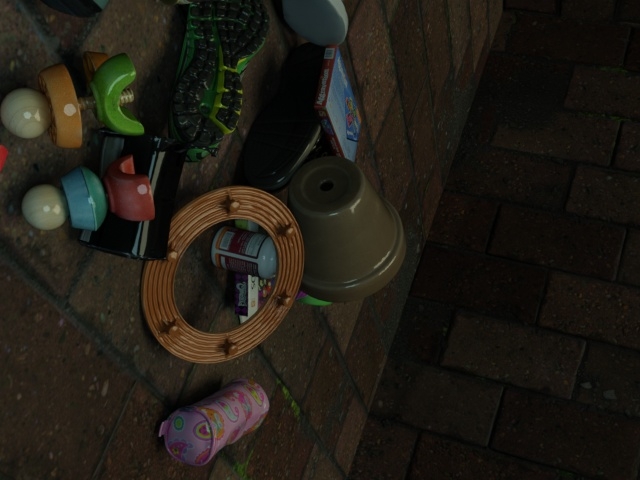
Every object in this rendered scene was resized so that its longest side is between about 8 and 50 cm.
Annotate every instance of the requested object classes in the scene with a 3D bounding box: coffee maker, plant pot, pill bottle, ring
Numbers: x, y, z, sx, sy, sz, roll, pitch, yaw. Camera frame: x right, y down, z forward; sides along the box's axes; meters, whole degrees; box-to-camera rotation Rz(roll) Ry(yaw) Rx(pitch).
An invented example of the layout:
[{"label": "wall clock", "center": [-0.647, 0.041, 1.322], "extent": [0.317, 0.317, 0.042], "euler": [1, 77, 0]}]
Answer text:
[{"label": "coffee maker", "center": [-0.254, -0.062, 1.259], "extent": [0.120, 0.171, 0.178], "euler": [9, 92, -51]}, {"label": "plant pot", "center": [0.033, -0.044, 1.747], "extent": [0.229, 0.263, 0.263], "euler": [74, 34, -54]}, {"label": "pill bottle", "center": [-0.129, 0.027, 1.710], "extent": [0.086, 0.152, 0.086], "euler": [13, 90, -71]}, {"label": "ring", "center": [-0.162, 0.067, 1.569], "extent": [0.337, 0.032, 0.336], "euler": [-16, 117, -34]}]

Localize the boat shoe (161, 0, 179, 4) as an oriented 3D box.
[{"label": "boat shoe", "center": [-0.223, -0.426, 1.294], "extent": [0.048, 0.056, 0.153], "euler": [-46, 138, -49]}]

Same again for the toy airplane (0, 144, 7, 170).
[{"label": "toy airplane", "center": [-0.411, -0.090, 1.006], "extent": [0.151, 0.028, 0.151], "euler": [11, 90, -71]}]

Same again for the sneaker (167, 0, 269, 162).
[{"label": "sneaker", "center": [-0.186, -0.284, 1.438], "extent": [0.146, 0.134, 0.343], "euler": [-38, -147, 58]}]

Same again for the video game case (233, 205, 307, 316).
[{"label": "video game case", "center": [-0.102, 0.037, 1.874], "extent": [0.232, 0.042, 0.210], "euler": [-13, 108, -58]}]

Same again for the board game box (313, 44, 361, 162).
[{"label": "board game box", "center": [0.039, -0.262, 1.812], "extent": [0.281, 0.027, 0.145], "euler": [63, 36, -63]}]

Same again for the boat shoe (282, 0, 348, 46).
[{"label": "boat shoe", "center": [-0.026, -0.534, 1.701], "extent": [0.367, 0.136, 0.156], "euler": [47, 54, -56]}]

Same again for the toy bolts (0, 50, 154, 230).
[{"label": "toy bolts", "center": [-0.321, -0.125, 1.126], "extent": [0.159, 0.218, 0.228], "euler": [-15, 118, -21]}]

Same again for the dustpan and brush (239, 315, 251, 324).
[{"label": "dustpan and brush", "center": [-0.110, 0.099, 1.956], "extent": [0.211, 0.060, 0.147], "euler": [-60, 155, -44]}]

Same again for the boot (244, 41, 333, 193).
[{"label": "boot", "center": [-0.034, -0.200, 1.878], "extent": [0.284, 0.138, 0.377], "euler": [73, 29, -56]}]

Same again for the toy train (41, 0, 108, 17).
[{"label": "toy train", "center": [-0.308, -0.390, 0.957], "extent": [0.190, 0.142, 0.334], "euler": [-65, 160, -7]}]

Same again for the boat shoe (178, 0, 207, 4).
[{"label": "boat shoe", "center": [-0.158, -0.499, 1.369], "extent": [0.103, 0.092, 0.285], "euler": [42, 63, -69]}]

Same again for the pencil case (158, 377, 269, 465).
[{"label": "pencil case", "center": [-0.206, 0.356, 1.752], "extent": [0.284, 0.124, 0.124], "euler": [-11, 113, -70]}]

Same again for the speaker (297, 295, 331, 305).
[{"label": "speaker", "center": [0.000, 0.000, 2.112], "extent": [0.131, 0.131, 0.296], "euler": [-21, 122, -68]}]
